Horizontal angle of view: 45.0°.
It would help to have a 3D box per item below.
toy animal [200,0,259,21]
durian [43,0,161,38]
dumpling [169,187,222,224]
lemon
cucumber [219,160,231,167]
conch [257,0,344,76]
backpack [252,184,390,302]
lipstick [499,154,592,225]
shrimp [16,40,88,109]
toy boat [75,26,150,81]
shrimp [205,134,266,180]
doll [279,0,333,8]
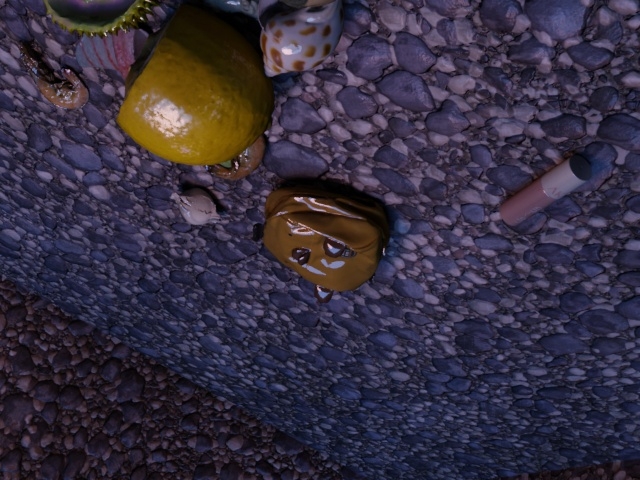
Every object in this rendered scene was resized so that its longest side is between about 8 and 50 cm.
[{"bbox_3d":[-0.187,-0.519,1.694,0.217,0.073,0.176,18,162,13],"label":"toy animal"},{"bbox_3d":[-0.500,-0.557,1.749,0.351,0.158,0.169,9,134,25],"label":"durian"},{"bbox_3d":[-0.389,-0.107,2.382,0.188,0.108,0.127,31,175,-39],"label":"dumpling"},{"bbox_3d":[-0.268,-0.328,1.763,0.364,0.364,0.364,15,147,10],"label":"lemon"},{"bbox_3d":[-0.284,-0.260,2.114,0.193,0.086,0.115,34,147,-29],"label":"cucumber"},{"bbox_3d":[-0.046,-0.446,1.616,0.275,0.148,0.183,-44,79,22],"label":"conch"},{"bbox_3d":[0.001,-0.004,2.211,0.378,0.201,0.353,15,143,4],"label":"backpack"},{"bbox_3d":[0.535,-0.116,1.856,0.070,0.070,0.254,30,147,-13],"label":"lipstick"},{"bbox_3d":[-0.734,-0.453,2.129,0.143,0.052,0.251,-6,147,20],"label":"shrimp"},{"bbox_3d":[-0.537,-0.478,1.962,0.282,0.096,0.206,14,142,34],"label":"toy boat"},{"bbox_3d":[-0.273,-0.262,2.013,0.296,0.169,0.058,29,-176,-34],"label":"shrimp"},{"bbox_3d":[-0.078,-0.584,1.391,0.349,0.247,0.247,34,147,0],"label":"doll"}]
